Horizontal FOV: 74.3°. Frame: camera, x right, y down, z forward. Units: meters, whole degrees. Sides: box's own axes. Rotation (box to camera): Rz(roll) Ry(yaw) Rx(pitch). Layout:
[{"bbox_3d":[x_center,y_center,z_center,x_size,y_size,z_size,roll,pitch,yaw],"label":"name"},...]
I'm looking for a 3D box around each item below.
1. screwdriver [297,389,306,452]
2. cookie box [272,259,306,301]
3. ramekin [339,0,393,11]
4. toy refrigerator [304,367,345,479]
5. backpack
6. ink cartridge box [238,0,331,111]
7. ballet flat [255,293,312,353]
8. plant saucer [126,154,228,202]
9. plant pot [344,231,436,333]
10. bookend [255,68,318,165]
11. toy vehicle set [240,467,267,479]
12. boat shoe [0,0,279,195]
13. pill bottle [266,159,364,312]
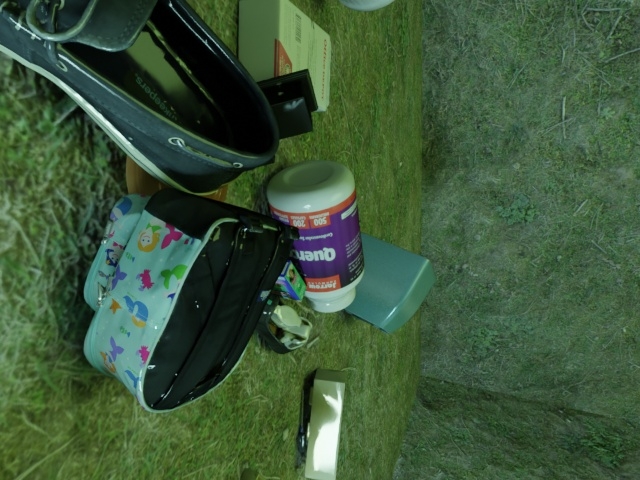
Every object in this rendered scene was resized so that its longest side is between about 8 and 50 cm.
[{"bbox_3d":[-0.050,0.489,1.149,0.025,0.024,0.170,153,-63,-82],"label":"screwdriver"},{"bbox_3d":[-0.087,0.077,0.859,0.040,0.092,0.107,-68,152,-27],"label":"cookie box"},{"bbox_3d":[0.094,-0.656,0.905,0.127,0.273,0.273,-10,105,-54],"label":"ramekin"},{"bbox_3d":[0.011,0.509,1.182,0.102,0.094,0.269,-14,110,-85],"label":"toy refrigerator"},{"bbox_3d":[-0.166,0.071,0.531,0.225,0.191,0.253,9,100,-68],"label":"backpack"},{"bbox_3d":[-0.062,-0.345,0.814,0.218,0.092,0.158,-13,108,-64],"label":"ink cartridge box"},{"bbox_3d":[-0.079,0.185,0.899,0.280,0.096,0.095,57,44,-56],"label":"ballet flat"},{"bbox_3d":[-0.197,-0.097,0.629,0.200,0.037,0.200,6,90,-67],"label":"plant saucer"},{"bbox_3d":[0.207,0.161,1.400,0.252,0.248,0.247,-62,153,-10],"label":"plant pot"},{"bbox_3d":[-0.082,-0.185,0.661,0.157,0.156,0.072,-95,170,-46],"label":"bookend"},{"bbox_3d":[-0.143,0.637,0.937,0.267,0.035,0.166,73,32,-43],"label":"toy vehicle set"},{"bbox_3d":[-0.208,-0.218,0.369,0.500,0.156,0.187,46,50,-46],"label":"boat shoe"},{"bbox_3d":[0.000,0.000,0.929,0.181,0.181,0.323,-57,144,-47],"label":"pill bottle"}]
